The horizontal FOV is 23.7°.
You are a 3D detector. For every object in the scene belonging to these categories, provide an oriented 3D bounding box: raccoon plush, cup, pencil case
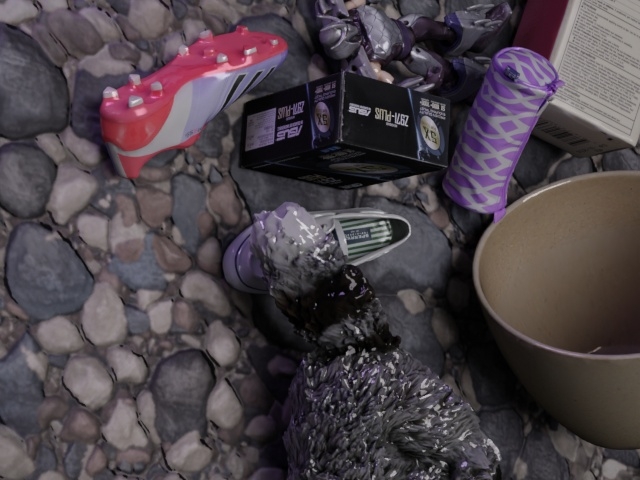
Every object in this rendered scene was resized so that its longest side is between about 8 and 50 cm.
[{"bbox_3d":[-0.028,0.225,1.578,0.299,0.216,0.446,-41,96,-23],"label":"raccoon plush"},{"bbox_3d":[0.356,0.107,1.808,0.331,0.331,0.237,-42,138,-32],"label":"cup"},{"bbox_3d":[0.211,-0.125,1.764,0.088,0.206,0.086,34,41,16],"label":"pencil case"}]

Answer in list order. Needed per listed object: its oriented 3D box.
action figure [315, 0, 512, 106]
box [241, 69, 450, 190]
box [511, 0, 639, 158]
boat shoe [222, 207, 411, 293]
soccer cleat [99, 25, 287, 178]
[{"bbox_3d":[0.102,-0.229,1.744,0.285,0.099,0.185,1,70,-43],"label":"action figure"},{"bbox_3d":[0.025,-0.113,1.629,0.147,0.180,0.078,11,77,-37],"label":"box"},{"bbox_3d":[0.328,-0.238,1.876,0.148,0.127,0.232,24,77,-19],"label":"box"},{"bbox_3d":[0.000,0.000,1.665,0.226,0.075,0.083,-20,97,-36],"label":"boat shoe"},{"bbox_3d":[-0.130,-0.150,1.593,0.248,0.083,0.095,-33,134,-39],"label":"soccer cleat"}]
